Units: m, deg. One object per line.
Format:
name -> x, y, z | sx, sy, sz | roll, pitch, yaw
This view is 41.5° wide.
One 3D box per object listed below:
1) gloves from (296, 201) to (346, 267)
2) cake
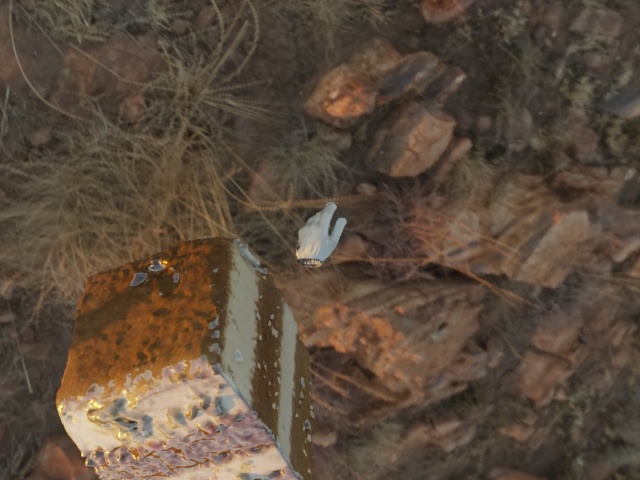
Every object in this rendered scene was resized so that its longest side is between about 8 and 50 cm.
gloves -> 0.000, -0.002, 0.829 | 0.037, 0.044, 0.081 | 74, 28, -53
cake -> -0.166, 0.187, 1.099 | 0.256, 0.282, 0.290 | -19, 130, 16
